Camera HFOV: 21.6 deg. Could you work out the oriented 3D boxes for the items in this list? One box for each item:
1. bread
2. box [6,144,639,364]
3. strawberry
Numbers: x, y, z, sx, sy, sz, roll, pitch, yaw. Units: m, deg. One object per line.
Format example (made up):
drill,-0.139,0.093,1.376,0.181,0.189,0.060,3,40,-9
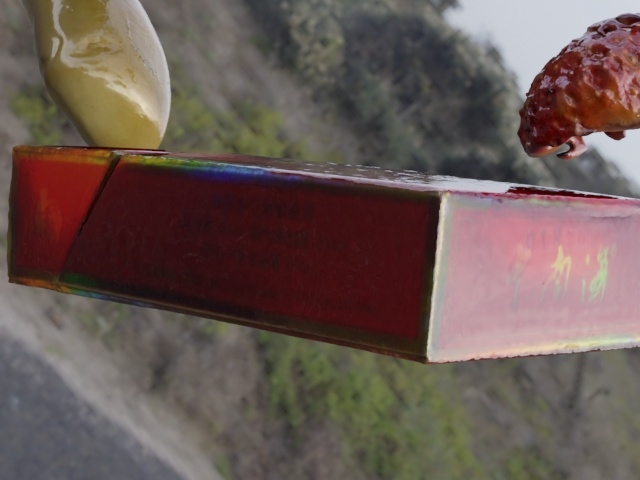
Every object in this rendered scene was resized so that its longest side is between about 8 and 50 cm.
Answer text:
bread,-0.193,-0.169,1.492,0.147,0.098,0.217,58,7,-46
box,0.000,0.000,0.929,0.313,0.089,0.197,7,5,41
strawberry,0.180,-0.099,1.096,0.188,0.121,0.082,-45,121,-88
